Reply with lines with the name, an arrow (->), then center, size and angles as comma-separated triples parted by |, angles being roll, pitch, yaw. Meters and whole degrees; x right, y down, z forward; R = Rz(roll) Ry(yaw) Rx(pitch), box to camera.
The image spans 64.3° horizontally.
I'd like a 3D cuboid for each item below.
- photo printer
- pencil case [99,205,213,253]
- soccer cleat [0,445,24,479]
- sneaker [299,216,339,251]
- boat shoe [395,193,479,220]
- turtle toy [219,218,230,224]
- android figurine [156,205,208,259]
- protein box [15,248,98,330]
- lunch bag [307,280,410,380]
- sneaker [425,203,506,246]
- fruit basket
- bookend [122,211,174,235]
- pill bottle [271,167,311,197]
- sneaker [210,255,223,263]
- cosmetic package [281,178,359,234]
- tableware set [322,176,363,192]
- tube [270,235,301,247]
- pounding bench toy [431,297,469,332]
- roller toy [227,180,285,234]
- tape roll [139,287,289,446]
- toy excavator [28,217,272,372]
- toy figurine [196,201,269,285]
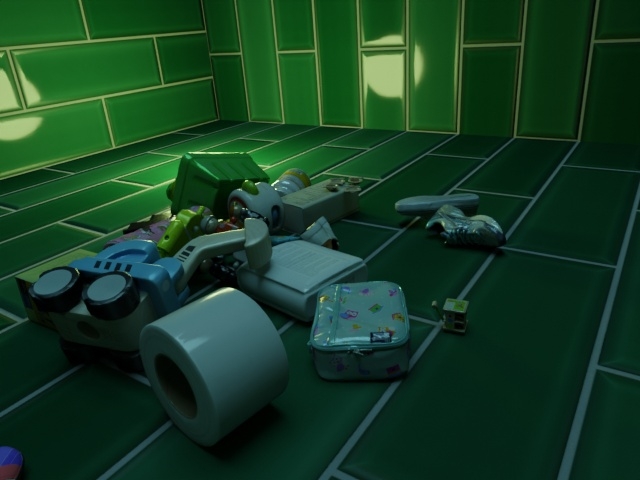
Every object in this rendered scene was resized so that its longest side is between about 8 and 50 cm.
photo printer -> -0.063, 0.096, 1.411 | 0.307, 0.107, 0.256 | 16, 30, 40
pencil case -> -0.486, 0.014, 1.590 | 0.167, 0.160, 0.386 | -4, 19, 33
soccer cleat -> -0.592, 0.415, 0.761 | 0.108, 0.117, 0.318 | 5, 26, 21
sneaker -> 0.000, 0.000, 1.671 | 0.106, 0.123, 0.290 | -41, 4, 9
boat shoe -> 0.416, -0.106, 1.805 | 0.302, 0.094, 0.109 | -3, 17, -1
turtle toy -> -0.320, -0.020, 1.758 | 0.130, 0.095, 0.066 | -2, 44, 4
android figurine -> -0.401, 0.024, 1.457 | 0.056, 0.248, 0.273 | 23, 66, 10
protein box -> -0.666, 0.135, 1.389 | 0.201, 0.136, 0.199 | 10, 27, 30
lunch bag -> 0.087, 0.196, 1.155 | 0.223, 0.108, 0.279 | -1, 24, 6
sneaker -> 0.459, -0.020, 1.630 | 0.122, 0.110, 0.283 | -36, 32, -21
fruit basket -> -0.439, -0.215, 1.971 | 0.391, 0.283, 0.392 | 16, 20, -6
bookend -> -0.621, -0.040, 1.862 | 0.157, 0.072, 0.156 | -8, 23, -6
pill bottle -> -0.130, -0.193, 2.047 | 0.136, 0.137, 0.246 | 2, 25, 14
sneaker -> -0.334, 0.042, 1.647 | 0.082, 0.071, 0.190 | 16, 38, 25
cosmetic package -> -0.010, -0.131, 1.916 | 0.160, 0.113, 0.309 | 18, 33, 41
tableware set -> 0.090, -0.213, 1.927 | 0.141, 0.020, 0.169 | 3, 25, 12
tube -> -0.143, 0.006, 1.608 | 0.080, 0.052, 0.207 | -16, 4, -30
pounding bench toy -> 0.306, 0.179, 1.210 | 0.083, 0.065, 0.052 | 6, 27, 23
roller toy -> -0.222, -0.102, 1.791 | 0.146, 0.191, 0.209 | -24, -8, -35
tape roll -> -0.202, 0.232, 0.956 | 0.246, 0.246, 0.169 | 17, 30, 39
toy excavator -> -0.382, 0.081, 1.246 | 0.432, 0.223, 0.445 | 5, 39, 16
toy figurine -> -0.266, 0.006, 1.517 | 0.148, 0.213, 0.209 | 21, 30, 14
